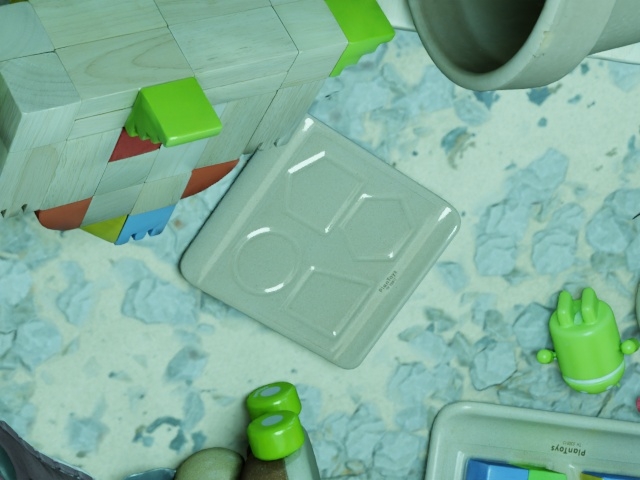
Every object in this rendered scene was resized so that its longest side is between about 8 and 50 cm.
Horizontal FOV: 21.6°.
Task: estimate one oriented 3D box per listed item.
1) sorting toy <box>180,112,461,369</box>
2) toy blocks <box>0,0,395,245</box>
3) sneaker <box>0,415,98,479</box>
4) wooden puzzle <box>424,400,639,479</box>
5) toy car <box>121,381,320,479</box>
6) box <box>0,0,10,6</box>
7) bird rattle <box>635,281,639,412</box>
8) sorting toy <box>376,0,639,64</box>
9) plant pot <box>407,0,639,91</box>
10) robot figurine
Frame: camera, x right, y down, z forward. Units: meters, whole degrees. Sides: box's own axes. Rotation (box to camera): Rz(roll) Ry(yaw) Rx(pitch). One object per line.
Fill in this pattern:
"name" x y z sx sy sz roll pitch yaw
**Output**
"sorting toy" 0.000 0.000 1.573 0.208 0.038 0.193 32 100 -23
"toy blocks" -0.160 -0.094 1.361 0.381 0.191 0.261 -17 156 -32
"sneaker" -0.273 0.252 1.517 0.106 0.162 0.281 -44 119 4
"wooden puzzle" 0.249 0.355 1.741 0.322 0.080 0.348 9 92 -23
"toy car" -0.092 0.246 1.600 0.188 0.149 0.155 -16 106 2
"box" -0.273 -0.197 1.357 0.101 0.087 0.102 -39 120 2
"bird rattle" 0.411 0.080 1.725 0.253 0.143 0.207 -40 109 16
"sorting toy" 0.172 -0.293 1.425 0.255 0.089 0.257 8 93 -7
"plant pot" 0.217 -0.243 1.283 0.229 0.263 0.263 -2 114 -24
"robot figurine" 0.270 0.105 1.690 0.101 0.067 0.115 -9 120 16
